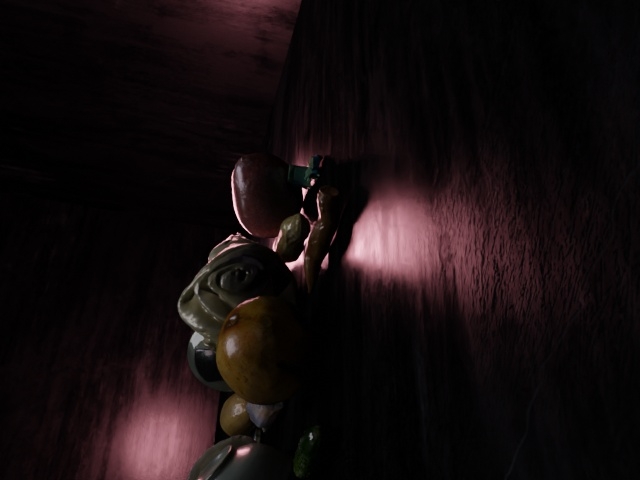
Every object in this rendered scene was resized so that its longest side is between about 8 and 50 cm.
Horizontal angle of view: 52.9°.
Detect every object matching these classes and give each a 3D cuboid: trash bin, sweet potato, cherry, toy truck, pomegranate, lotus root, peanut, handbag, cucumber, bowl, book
[{"bbox_3d":[-0.312,0.332,2.269,0.432,0.280,0.281,-107,29,-72],"label":"trash bin"},{"bbox_3d":[0.000,0.000,1.560,0.067,0.059,0.281,42,134,34],"label":"sweet potato"},{"bbox_3d":[-0.173,-0.151,2.042,0.261,0.221,0.307,-86,-20,-45],"label":"cherry"},{"bbox_3d":[-0.048,-0.205,1.903,0.175,0.081,0.067,140,137,-72],"label":"toy truck"},{"bbox_3d":[-0.131,0.262,1.541,0.260,0.260,0.261,-170,90,-78],"label":"pomegranate"},{"bbox_3d":[-0.261,0.572,2.132,0.146,0.131,0.303,-47,-4,-32],"label":"lotus root"},{"bbox_3d":[-0.085,-0.004,1.893,0.214,0.090,0.099,113,175,-50],"label":"peanut"},{"bbox_3d":[-0.153,0.458,1.834,0.173,0.095,0.117,116,164,-45],"label":"handbag"},{"bbox_3d":[-0.021,0.433,1.295,0.227,0.069,0.069,108,166,-50],"label":"cucumber"},{"bbox_3d":[-0.210,0.590,1.541,0.289,0.146,0.289,-47,2,2],"label":"bowl"},{"bbox_3d":[-0.231,0.770,2.108,0.191,0.025,0.269,120,157,-58],"label":"book"}]

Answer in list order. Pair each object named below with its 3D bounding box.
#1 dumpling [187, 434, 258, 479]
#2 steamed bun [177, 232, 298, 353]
[{"bbox_3d":[-0.284,0.727,1.915,0.243,0.226,0.175,-84,12,-56],"label":"dumpling"},{"bbox_3d":[-0.222,0.149,1.826,0.237,0.346,0.394,133,127,-60],"label":"steamed bun"}]
